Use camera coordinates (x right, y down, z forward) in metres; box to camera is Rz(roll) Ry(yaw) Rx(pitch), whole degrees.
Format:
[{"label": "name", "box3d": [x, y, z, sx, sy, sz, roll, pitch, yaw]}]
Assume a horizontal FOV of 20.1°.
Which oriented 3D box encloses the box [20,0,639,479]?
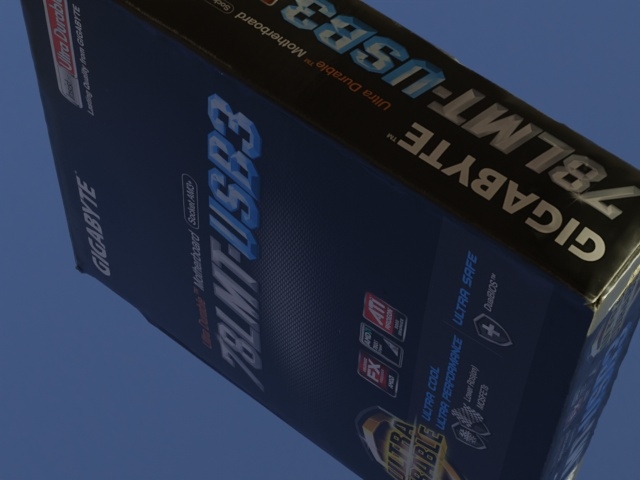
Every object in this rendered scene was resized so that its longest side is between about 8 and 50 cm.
[{"label": "box", "box3d": [0.000, 0.000, 0.830, 0.293, 0.295, 0.073, 33, -116, 16]}]
